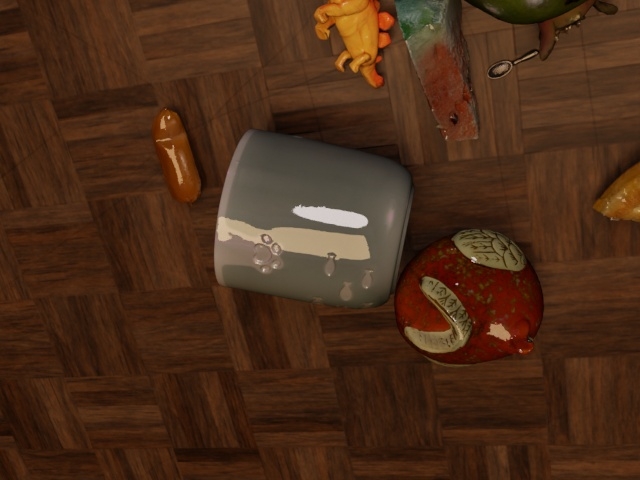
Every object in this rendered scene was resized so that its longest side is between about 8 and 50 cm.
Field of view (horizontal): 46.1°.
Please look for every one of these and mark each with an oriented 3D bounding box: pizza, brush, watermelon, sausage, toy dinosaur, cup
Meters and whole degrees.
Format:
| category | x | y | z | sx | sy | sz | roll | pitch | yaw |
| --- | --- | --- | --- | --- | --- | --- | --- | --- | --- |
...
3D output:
| category | x | y | z | sx | sy | sz | roll | pitch | yaw |
| --- | --- | --- | --- | --- | --- | --- | --- | --- | --- |
| pizza | 0.552 | -0.091 | 1.133 | 0.134 | 0.056 | 0.271 | 34 | 133 | -27 |
| brush | 0.293 | -0.269 | 1.143 | 0.083 | 0.008 | 0.024 | -22 | 106 | 23 |
| watermelon | 0.183 | -0.246 | 1.123 | 0.095 | 0.154 | 0.241 | -11 | 126 | 18 |
| sausage | -0.252 | -0.144 | 1.310 | 0.062 | 0.054 | 0.183 | -21 | 112 | -12 |
| toy dinosaur | 0.046 | -0.339 | 1.104 | 0.117 | 0.070 | 0.288 | -43 | 133 | -7 |
| cup | 0.000 | 0.000 | 1.236 | 0.275 | 0.259 | 0.356 | 11 | 149 | 7 |

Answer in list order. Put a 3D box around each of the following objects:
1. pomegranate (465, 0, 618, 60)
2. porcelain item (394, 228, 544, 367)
| category | x | y | z | sx | sy | sz | roll | pitch | yaw |
| --- | --- | --- | --- | --- | --- | --- | --- | --- | --- |
| pomegranate | 0.282 | -0.376 | 0.941 | 0.291 | 0.290 | 0.323 | -16 | 112 | 20 |
| porcelain item | 0.252 | 0.111 | 1.205 | 0.253 | 0.253 | 0.252 | 5 | 118 | 11 |
